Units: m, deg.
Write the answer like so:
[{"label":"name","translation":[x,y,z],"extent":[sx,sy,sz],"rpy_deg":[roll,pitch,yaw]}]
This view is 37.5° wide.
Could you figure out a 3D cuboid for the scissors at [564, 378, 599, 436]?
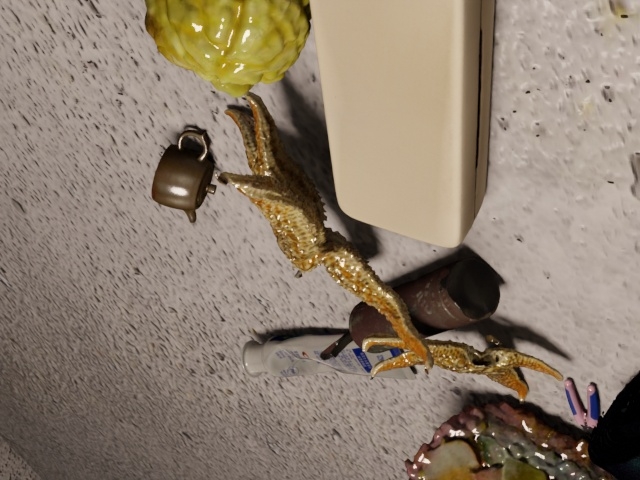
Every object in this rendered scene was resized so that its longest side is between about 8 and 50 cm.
[{"label":"scissors","translation":[0.323,0.208,1.150],"extent":[0.039,0.012,0.113],"rpy_deg":[9,140,34]}]

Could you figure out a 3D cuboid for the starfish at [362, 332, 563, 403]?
[{"label":"starfish","translation":[0.157,0.142,1.109],"extent":[0.247,0.050,0.138],"rpy_deg":[13,156,-10]}]

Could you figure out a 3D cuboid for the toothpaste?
[{"label":"toothpaste","translation":[0.005,0.164,1.339],"extent":[0.266,0.061,0.096],"rpy_deg":[-6,130,36]}]

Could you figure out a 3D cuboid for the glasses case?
[{"label":"glasses case","translation":[0.076,-0.138,0.845],"extent":[0.144,0.076,0.336],"rpy_deg":[20,145,21]}]

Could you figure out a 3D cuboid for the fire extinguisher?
[{"label":"fire extinguisher","translation":[0.094,0.093,1.123],"extent":[0.072,0.089,0.267],"rpy_deg":[53,145,-6]}]

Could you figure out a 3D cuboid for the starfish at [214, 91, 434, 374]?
[{"label":"starfish","translation":[-0.020,-0.018,0.984],"extent":[0.293,0.084,0.301],"rpy_deg":[53,-177,-25]}]

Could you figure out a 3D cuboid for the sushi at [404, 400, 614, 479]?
[{"label":"sushi","translation":[0.234,0.348,1.217],"extent":[0.270,0.237,0.171],"rpy_deg":[25,159,14]}]

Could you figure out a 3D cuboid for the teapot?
[{"label":"teapot","translation":[-0.156,-0.078,1.134],"extent":[0.068,0.076,0.121],"rpy_deg":[19,116,4]}]

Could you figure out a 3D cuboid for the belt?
[{"label":"belt","translation":[0.358,0.187,0.964],"extent":[0.078,0.151,0.198],"rpy_deg":[35,164,2]}]

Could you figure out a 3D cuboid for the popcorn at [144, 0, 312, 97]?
[{"label":"popcorn","translation":[-0.084,-0.220,0.823],"extent":[0.173,0.142,0.174],"rpy_deg":[48,154,34]}]
